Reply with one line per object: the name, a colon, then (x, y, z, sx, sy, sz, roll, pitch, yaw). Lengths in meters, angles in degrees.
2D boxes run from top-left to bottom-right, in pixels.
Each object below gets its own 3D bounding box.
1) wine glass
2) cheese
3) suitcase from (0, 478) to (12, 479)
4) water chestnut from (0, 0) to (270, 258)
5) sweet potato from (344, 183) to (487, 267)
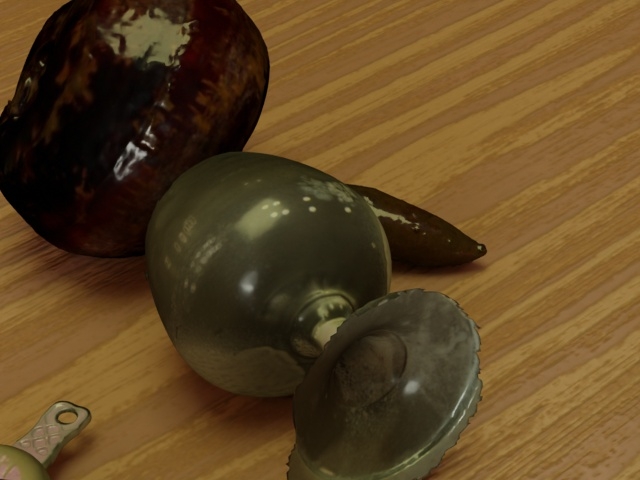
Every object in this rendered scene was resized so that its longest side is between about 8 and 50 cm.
wine glass: (-0.022, 0.061, 1.314, 0.238, 0.238, 0.323, -21, 36, -20)
cheese: (-0.280, 0.217, 1.265, 0.137, 0.064, 0.227, 17, 43, 23)
suitcase: (-0.092, 0.255, 0.958, 0.335, 0.229, 0.152, 11, 69, -7)
water chestnut: (-0.182, -0.122, 1.570, 0.302, 0.350, 0.350, 32, 30, -21)
sweet potato: (-0.004, -0.005, 1.523, 0.346, 0.079, 0.108, -10, 48, -1)
